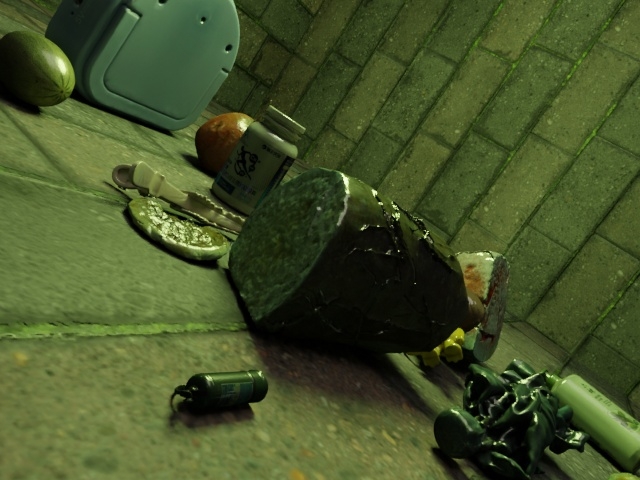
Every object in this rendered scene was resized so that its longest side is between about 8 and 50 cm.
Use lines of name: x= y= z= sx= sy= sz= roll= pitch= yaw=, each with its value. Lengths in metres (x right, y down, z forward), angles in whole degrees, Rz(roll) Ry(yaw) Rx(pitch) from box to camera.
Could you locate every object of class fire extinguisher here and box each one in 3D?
fire extinguisher: x=-0.075 y=0.107 z=0.382 sx=0.038 sy=0.025 sz=0.083 roll=-4 pitch=-12 yaw=30

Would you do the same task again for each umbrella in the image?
umbrella: x=0.242 y=0.220 z=0.664 sx=0.143 sy=0.094 sz=0.349 roll=36 pitch=11 yaw=39

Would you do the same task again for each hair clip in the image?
hair clip: x=-0.183 y=-0.050 z=0.732 sx=0.072 sy=0.034 sz=0.226 roll=9 pitch=-14 yaw=40

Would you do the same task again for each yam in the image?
yam: x=0.049 y=0.038 z=0.663 sx=0.271 sy=0.201 sz=0.202 roll=35 pitch=8 yaw=-37

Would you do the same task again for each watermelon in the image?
watermelon: x=0.254 y=0.088 z=1.011 sx=0.261 sy=0.201 sz=0.213 roll=38 pitch=11 yaw=34

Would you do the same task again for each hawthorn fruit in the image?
hawthorn fruit: x=-0.183 y=-0.205 z=1.133 sx=0.189 sy=0.149 sz=0.149 roll=-12 pitch=-23 yaw=37

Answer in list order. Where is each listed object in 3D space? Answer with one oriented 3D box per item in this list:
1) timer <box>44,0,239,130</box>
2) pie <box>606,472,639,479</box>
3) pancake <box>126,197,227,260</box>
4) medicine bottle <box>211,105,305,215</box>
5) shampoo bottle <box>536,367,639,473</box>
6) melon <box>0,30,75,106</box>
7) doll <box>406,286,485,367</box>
timer: x=-0.342 y=-0.439 z=1.109 sx=0.173 sy=0.395 sz=0.395 roll=42 pitch=12 yaw=20
pie: x=0.474 y=0.400 z=0.631 sx=0.302 sy=0.067 sz=0.302 roll=34 pitch=11 yaw=-8
pancake: x=-0.172 y=-0.011 z=0.642 sx=0.129 sy=0.022 sz=0.116 roll=22 pitch=14 yaw=-29
medicine bottle: x=-0.112 y=-0.149 z=0.988 sx=0.107 sy=0.191 sz=0.107 roll=33 pitch=10 yaw=-7
shampoo bottle: x=0.532 y=0.338 z=1.042 sx=0.118 sy=0.087 sz=0.234 roll=20 pitch=17 yaw=-48
melon: x=-0.415 y=-0.247 z=0.767 sx=0.130 sy=0.098 sz=0.098 roll=43 pitch=12 yaw=20
doll: x=0.180 y=0.136 z=0.845 sx=0.188 sy=0.145 sz=0.096 roll=-46 pitch=118 yaw=-46
